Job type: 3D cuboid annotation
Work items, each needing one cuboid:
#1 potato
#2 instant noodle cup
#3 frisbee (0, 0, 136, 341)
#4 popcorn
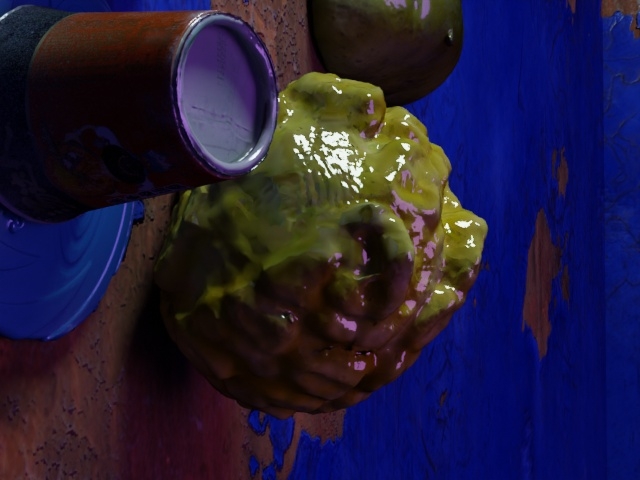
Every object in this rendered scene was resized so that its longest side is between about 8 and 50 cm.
[{"bbox_3d":[0.084,-0.221,1.392,0.272,0.111,0.160,22,72,-67],"label":"potato"},{"bbox_3d":[-0.101,-0.072,0.771,0.127,0.136,0.127,4,85,-56],"label":"instant noodle cup"},{"bbox_3d":[-0.158,-0.059,0.858,0.242,0.045,0.242,0,90,-70],"label":"frisbee"},{"bbox_3d":[0.000,0.000,1.021,0.190,0.250,0.250,50,44,-68],"label":"popcorn"}]
